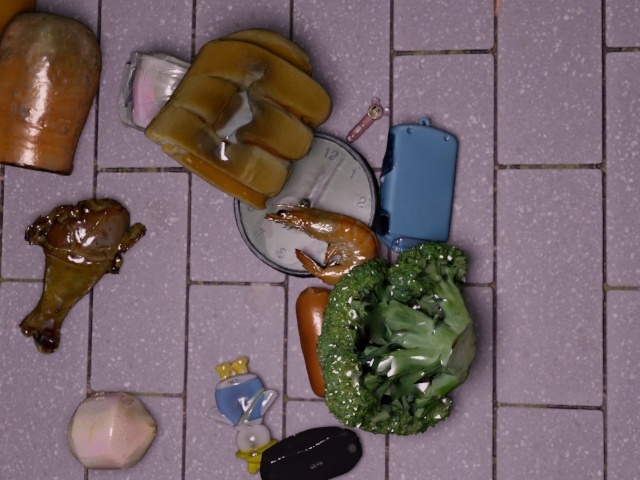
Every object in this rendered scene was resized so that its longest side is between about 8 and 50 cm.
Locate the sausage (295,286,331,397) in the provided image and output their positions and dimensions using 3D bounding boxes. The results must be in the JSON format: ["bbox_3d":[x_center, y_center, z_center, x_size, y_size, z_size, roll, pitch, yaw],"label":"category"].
[{"bbox_3d":[0.006,0.213,1.854,0.098,0.098,0.238,-11,86,7],"label":"sausage"}]

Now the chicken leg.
[{"bbox_3d":[-0.560,0.052,1.920,0.211,0.140,0.361,39,89,0],"label":"chicken leg"}]

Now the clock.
[{"bbox_3d":[-0.030,-0.079,1.889,0.319,0.066,0.318,-1,86,8],"label":"clock"}]

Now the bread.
[{"bbox_3d":[-0.141,-0.260,1.758,0.301,0.210,0.341,38,88,-9],"label":"bread"}]

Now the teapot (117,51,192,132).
[{"bbox_3d":[-0.356,-0.312,1.902,0.222,0.163,0.178,21,94,10],"label":"teapot"}]

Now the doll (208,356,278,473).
[{"bbox_3d":[-0.157,0.371,1.864,0.135,0.099,0.240,-15,85,-32],"label":"doll"}]

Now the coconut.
[{"bbox_3d":[-0.433,0.400,1.872,0.183,0.171,0.170,-12,85,10],"label":"coconut"}]

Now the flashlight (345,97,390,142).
[{"bbox_3d":[0.097,-0.254,1.897,0.052,0.031,0.110,44,93,8],"label":"flashlight"}]

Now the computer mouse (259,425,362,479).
[{"bbox_3d":[-0.022,0.453,1.840,0.217,0.073,0.121,-22,108,-11],"label":"computer mouse"}]

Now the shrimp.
[{"bbox_3d":[0.000,0.000,1.817,0.249,0.068,0.150,28,94,3],"label":"shrimp"}]

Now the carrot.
[{"bbox_3d":[-0.602,-0.313,1.908,0.224,0.224,0.340,12,92,9],"label":"carrot"}]

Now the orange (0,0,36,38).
[{"bbox_3d":[-0.742,-0.538,1.937,0.237,0.236,0.236,0,87,8],"label":"orange"}]

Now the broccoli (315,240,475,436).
[{"bbox_3d":[0.148,0.201,1.719,0.310,0.321,0.413,32,58,16],"label":"broccoli"}]

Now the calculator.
[{"bbox_3d":[0.200,-0.111,1.829,0.173,0.051,0.292,7,87,-26],"label":"calculator"}]
